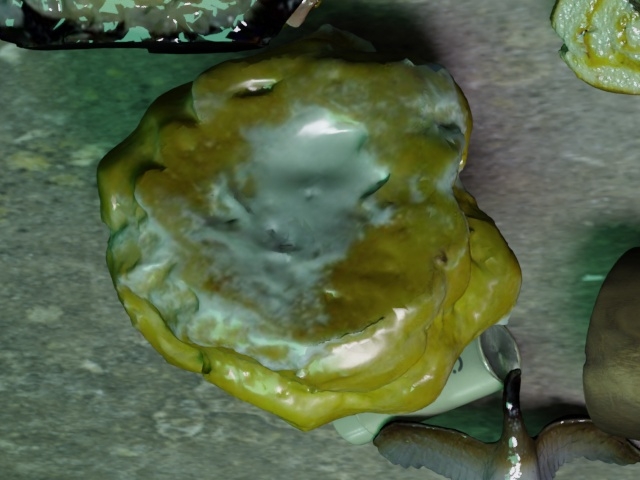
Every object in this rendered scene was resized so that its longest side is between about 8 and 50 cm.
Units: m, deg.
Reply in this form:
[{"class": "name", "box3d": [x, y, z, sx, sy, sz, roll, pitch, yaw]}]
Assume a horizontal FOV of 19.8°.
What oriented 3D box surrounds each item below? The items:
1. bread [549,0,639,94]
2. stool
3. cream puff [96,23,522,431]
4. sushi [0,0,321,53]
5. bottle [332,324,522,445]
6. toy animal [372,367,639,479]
[{"class": "bread", "box3d": [0.258, -0.169, 1.549, 0.156, 0.103, 0.110, 46, 123, -4]}, {"class": "stool", "box3d": [0.385, 0.111, 1.610, 0.264, 0.179, 0.179, 10, 128, 34]}, {"class": "cream puff", "box3d": [0.000, 0.000, 1.625, 0.378, 0.378, 0.275, 21, 158, 8]}, {"class": "sushi", "box3d": [-0.123, -0.310, 1.516, 0.328, 0.285, 0.328, -1, 101, 17]}, {"class": "bottle", "box3d": [0.104, 0.145, 1.854, 0.201, 0.072, 0.072, -27, 110, 34]}, {"class": "toy animal", "box3d": [0.200, 0.214, 1.778, 0.272, 0.160, 0.197, -3, 144, -6]}]
